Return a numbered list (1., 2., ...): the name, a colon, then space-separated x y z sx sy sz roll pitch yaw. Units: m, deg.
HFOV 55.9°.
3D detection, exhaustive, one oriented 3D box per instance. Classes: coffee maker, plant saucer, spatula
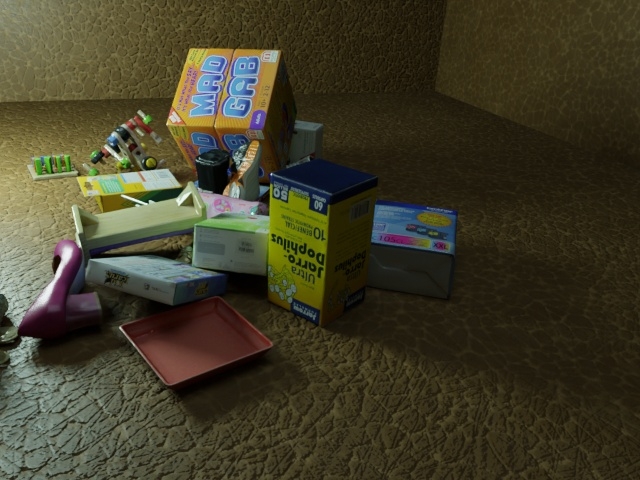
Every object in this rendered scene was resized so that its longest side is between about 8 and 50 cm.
1. coffee maker: -0.371 -0.207 2.091 0.120 0.178 0.171 4 35 5
2. plant saucer: -0.281 0.232 1.362 0.259 0.047 0.258 -15 31 -36
3. spatula: -0.522 -0.092 1.923 0.242 0.019 0.168 19 -14 35

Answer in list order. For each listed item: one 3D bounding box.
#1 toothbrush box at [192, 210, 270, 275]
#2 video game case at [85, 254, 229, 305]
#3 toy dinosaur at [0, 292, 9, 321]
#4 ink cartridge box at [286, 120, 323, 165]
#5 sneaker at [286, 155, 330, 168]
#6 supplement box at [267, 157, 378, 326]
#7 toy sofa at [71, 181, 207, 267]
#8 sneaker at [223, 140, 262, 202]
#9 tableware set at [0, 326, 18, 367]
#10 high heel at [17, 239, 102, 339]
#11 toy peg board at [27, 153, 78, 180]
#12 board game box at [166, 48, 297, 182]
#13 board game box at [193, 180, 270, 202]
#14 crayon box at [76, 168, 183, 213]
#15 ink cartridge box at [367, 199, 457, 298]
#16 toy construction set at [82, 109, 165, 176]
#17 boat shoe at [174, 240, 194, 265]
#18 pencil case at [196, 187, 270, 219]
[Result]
1. toothbrush box: -0.215 0.002 1.703 0.206 0.122 0.283 7 10 8
2. video game case: -0.400 0.095 1.516 0.244 0.061 0.269 11 5 17
3. toy dinosaur: -0.794 0.161 1.392 0.160 0.121 0.313 8 -1 -14
4. ink cartridge box: -0.137 -0.403 2.548 0.273 0.197 0.114 11 26 15
5. sneaker: -0.089 -0.288 2.403 0.290 0.123 0.106 6 27 7
6. supplement box: 0.000 0.000 1.530 0.194 0.356 0.195 21 31 33
7. toy sofa: -0.504 -0.028 1.719 0.363 0.177 0.150 -14 40 -21
8. sneaker: -0.252 -0.215 2.094 0.099 0.262 0.121 17 -5 34
9. tableware set: -0.744 0.237 1.319 0.141 0.020 0.168 -1 24 -15
10. high heel: -0.667 0.104 1.484 0.181 0.127 0.377 -8 28 -29
11. toy peg board: -1.046 -0.302 2.344 0.161 0.079 0.161 -11 29 -30
12. board game box: -0.314 -0.465 2.283 0.356 0.356 0.356 4 64 10
13. board game box: -0.341 -0.188 2.264 0.281 0.027 0.145 11 25 14
14. crayon box: -0.667 -0.169 2.113 0.323 0.083 0.203 -8 28 -26
15. ink cartridge box: 0.270 0.002 1.817 0.270 0.151 0.395 9 24 10
16. toy construction set: -0.710 -0.344 2.371 0.237 0.257 0.309 44 42 -15
17. boat shoe: -0.381 0.041 1.735 0.063 0.059 0.170 10 26 12
18. pencil case: -0.307 -0.093 1.962 0.284 0.124 0.124 15 27 20
